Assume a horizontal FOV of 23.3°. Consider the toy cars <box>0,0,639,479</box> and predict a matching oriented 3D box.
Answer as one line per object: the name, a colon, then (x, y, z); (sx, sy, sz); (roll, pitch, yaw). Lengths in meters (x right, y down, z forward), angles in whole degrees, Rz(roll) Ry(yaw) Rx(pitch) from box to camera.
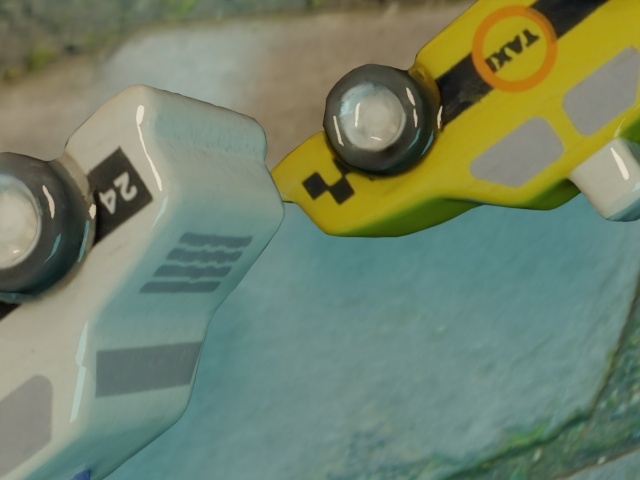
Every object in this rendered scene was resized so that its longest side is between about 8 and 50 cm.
toy cars: (0.000, 0.000, 0.473); (0.394, 0.087, 0.176); (-29, 166, -25)
